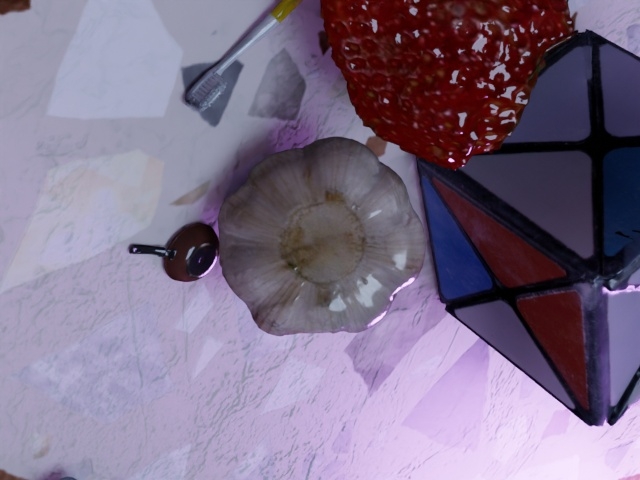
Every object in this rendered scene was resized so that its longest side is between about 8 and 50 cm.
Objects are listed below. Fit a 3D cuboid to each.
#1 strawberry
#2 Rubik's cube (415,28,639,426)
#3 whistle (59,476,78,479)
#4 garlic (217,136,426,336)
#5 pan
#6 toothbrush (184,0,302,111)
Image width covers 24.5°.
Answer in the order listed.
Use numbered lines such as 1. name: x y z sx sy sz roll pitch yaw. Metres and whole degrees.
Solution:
1. strawberry: 0.125 -0.217 1.485 0.261 0.257 0.261 23 90 -87
2. Rubik's cube: 0.330 -0.021 1.745 0.310 0.307 0.305 -36 139 -20
3. whistle: -0.266 0.367 1.615 0.180 0.093 0.269 -31 130 -35
4. garlic: 0.000 0.000 1.563 0.218 0.218 0.212 -57 180 4
5. pan: -0.146 0.016 1.515 0.115 0.023 0.068 2 118 -46
6. toothbrush: -0.029 -0.233 1.448 0.288 0.024 0.021 -48 144 -8
